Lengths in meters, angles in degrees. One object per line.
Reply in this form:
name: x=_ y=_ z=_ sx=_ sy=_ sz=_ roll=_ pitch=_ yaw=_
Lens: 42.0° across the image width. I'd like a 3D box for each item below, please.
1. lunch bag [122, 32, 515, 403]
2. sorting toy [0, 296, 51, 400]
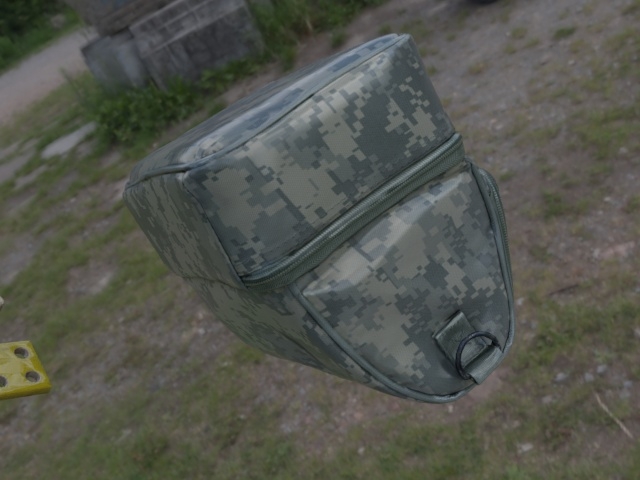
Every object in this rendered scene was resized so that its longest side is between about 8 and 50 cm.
lunch bag: x=0.000 y=0.000 z=0.687 sx=0.212 sy=0.256 sz=0.305 roll=-34 pitch=14 yaw=-21
sorting toy: x=-0.326 y=0.048 z=0.612 sx=0.046 sy=0.274 sz=0.132 roll=-58 pitch=-12 yaw=30
